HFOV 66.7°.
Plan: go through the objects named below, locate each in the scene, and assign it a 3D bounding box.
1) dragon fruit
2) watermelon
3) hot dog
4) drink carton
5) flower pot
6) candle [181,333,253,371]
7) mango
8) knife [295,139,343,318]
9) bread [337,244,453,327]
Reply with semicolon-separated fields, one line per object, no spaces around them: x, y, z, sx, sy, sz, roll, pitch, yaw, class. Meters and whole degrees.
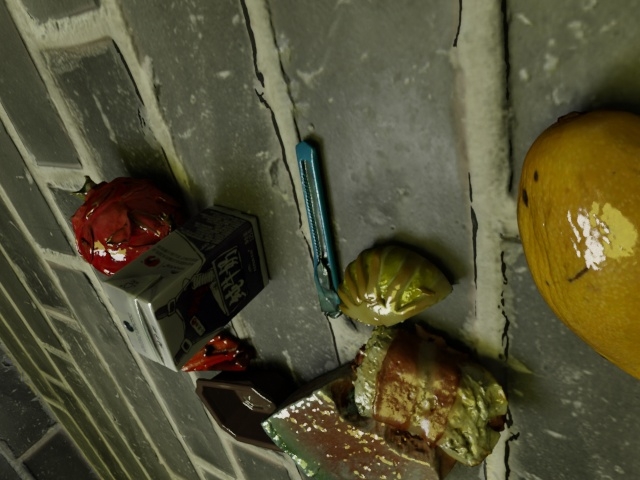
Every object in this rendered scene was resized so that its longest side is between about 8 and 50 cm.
-0.316;-0.018;0.805;0.209;0.172;0.173;25;134;24;dragon fruit
0.052;0.322;0.789;0.264;0.151;0.302;40;138;7;watermelon
0.143;0.199;0.653;0.213;0.103;0.146;25;93;18;hot dog
-0.187;0.063;0.724;0.101;0.222;0.134;18;131;28;drink carton
-0.134;0.331;0.998;0.250;0.084;0.179;-10;114;42;flower pot
-0.245;0.252;1.044;0.301;0.059;0.084;-24;91;46;candle
0.241;0.019;0.408;0.262;0.108;0.157;67;167;-17;mango
-0.002;0.001;0.676;0.044;0.026;0.297;22;135;40;knife
0.086;0.052;0.613;0.157;0.083;0.095;8;114;36;bread
